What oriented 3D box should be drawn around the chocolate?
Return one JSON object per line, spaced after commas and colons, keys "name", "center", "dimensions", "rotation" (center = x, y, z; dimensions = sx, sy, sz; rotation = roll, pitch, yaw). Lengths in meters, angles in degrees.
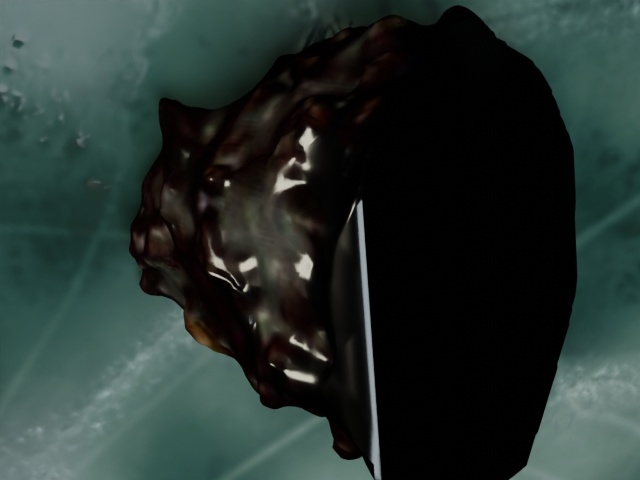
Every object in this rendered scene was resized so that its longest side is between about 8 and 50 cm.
{"name": "chocolate", "center": [0.000, 0.000, 0.919], "dimensions": [0.177, 0.206, 0.224], "rotation": [6, 108, 31]}
